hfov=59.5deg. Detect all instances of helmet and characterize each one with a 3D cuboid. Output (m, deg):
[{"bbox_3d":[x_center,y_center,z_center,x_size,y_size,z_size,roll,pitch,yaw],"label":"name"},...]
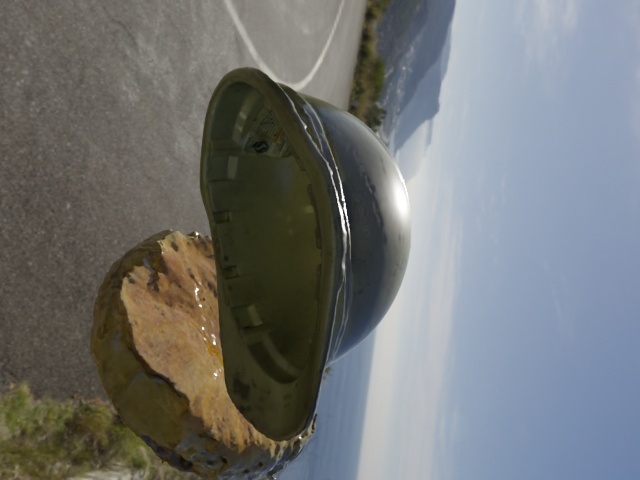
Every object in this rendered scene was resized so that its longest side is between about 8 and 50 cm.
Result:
[{"bbox_3d":[0.003,0.004,0.427,0.204,0.137,0.258,-8,-93,60],"label":"helmet"}]

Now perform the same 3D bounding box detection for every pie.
[{"bbox_3d":[-0.127,0.128,0.706,0.083,0.339,0.340,-39,-158,35],"label":"pie"}]
